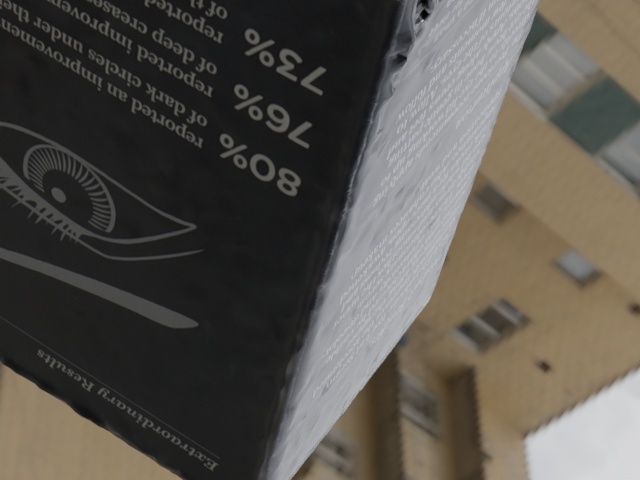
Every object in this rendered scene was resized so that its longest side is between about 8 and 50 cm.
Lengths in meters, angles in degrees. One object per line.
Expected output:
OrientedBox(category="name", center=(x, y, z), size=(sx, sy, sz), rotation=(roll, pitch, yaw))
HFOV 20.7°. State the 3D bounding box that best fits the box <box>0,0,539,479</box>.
OrientedBox(category="box", center=(-0.036, -0.050, 0.461), size=(0.108, 0.153, 0.207), rotation=(-49, 164, -38))
